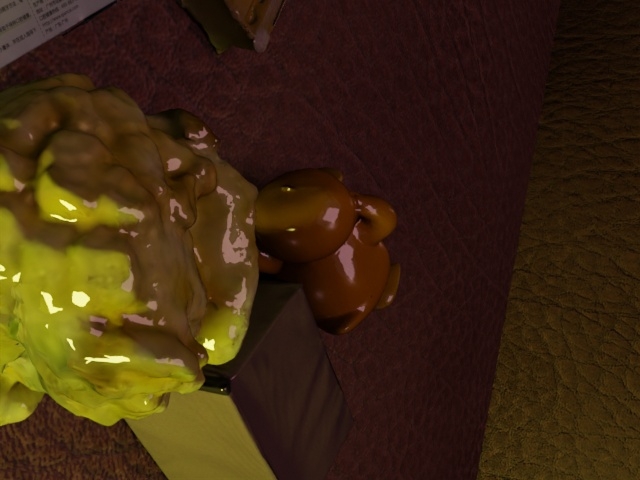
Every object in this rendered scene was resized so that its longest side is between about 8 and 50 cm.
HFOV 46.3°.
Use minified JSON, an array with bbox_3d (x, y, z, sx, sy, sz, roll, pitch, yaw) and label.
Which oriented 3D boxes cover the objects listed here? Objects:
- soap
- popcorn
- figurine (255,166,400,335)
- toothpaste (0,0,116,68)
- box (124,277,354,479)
[{"bbox_3d":[-0.082,-0.339,0.847,0.135,0.076,0.233,49,54,-54],"label":"soap"},{"bbox_3d":[-0.180,0.023,0.562,0.237,0.293,0.293,-73,155,-58],"label":"popcorn"},{"bbox_3d":[0.003,0.009,0.961,0.215,0.215,0.228,-43,118,-51],"label":"figurine"},{"bbox_3d":[-0.261,-0.148,0.528,0.336,0.081,0.067,-56,140,-46],"label":"toothpaste"},{"bbox_3d":[-0.093,0.168,0.809,0.153,0.188,0.252,-58,140,-39],"label":"box"}]
